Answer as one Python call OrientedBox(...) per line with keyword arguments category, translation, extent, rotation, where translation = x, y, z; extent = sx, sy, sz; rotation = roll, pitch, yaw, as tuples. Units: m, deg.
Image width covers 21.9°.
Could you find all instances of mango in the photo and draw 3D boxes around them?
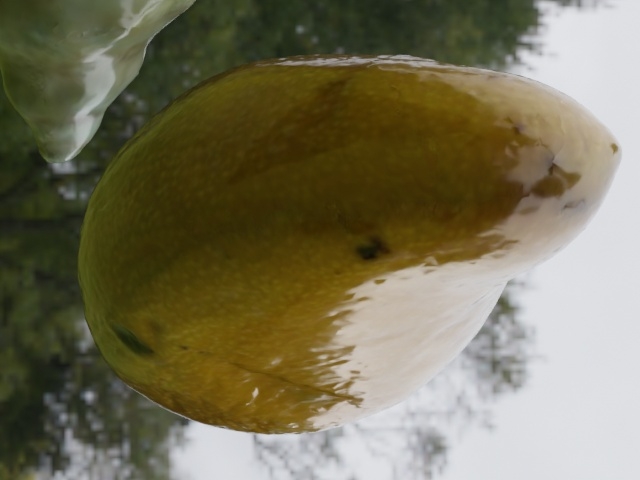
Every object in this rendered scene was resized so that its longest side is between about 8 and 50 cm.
OrientedBox(category="mango", translation=(0.000, -0.004, 0.579), extent=(0.262, 0.157, 0.109), rotation=(139, -44, -56))

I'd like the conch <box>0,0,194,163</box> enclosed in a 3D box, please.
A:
OrientedBox(category="conch", translation=(-0.041, -0.181, 0.363), extent=(0.170, 0.203, 0.386), rotation=(-66, 170, -45))
